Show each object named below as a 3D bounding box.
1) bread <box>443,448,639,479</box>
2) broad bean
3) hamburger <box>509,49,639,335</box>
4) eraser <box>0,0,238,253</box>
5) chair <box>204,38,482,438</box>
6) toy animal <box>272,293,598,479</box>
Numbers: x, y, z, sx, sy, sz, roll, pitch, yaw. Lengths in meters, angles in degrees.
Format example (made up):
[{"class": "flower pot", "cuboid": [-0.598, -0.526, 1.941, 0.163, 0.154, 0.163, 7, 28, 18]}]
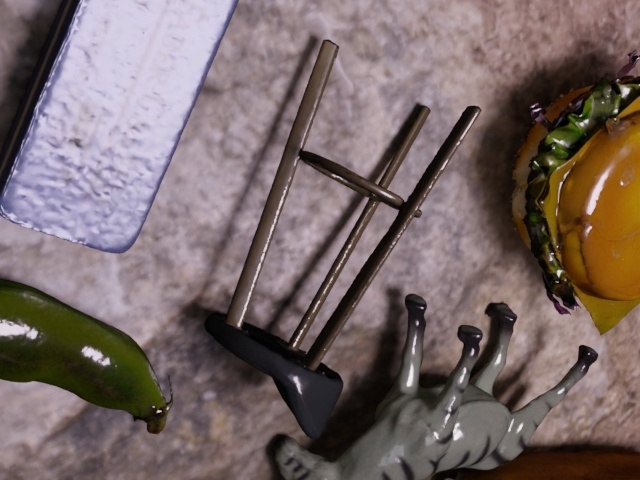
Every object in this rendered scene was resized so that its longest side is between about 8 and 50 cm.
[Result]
[{"class": "bread", "cuboid": [0.211, 0.227, 0.808, 0.241, 0.136, 0.107, 4, 104, -32]}, {"class": "broad bean", "cuboid": [-0.177, 0.051, 0.567, 0.255, 0.046, 0.065, 23, 109, -36]}, {"class": "hamburger", "cuboid": [0.201, -0.031, 0.729, 0.164, 0.093, 0.189, -30, 119, -15]}, {"class": "eraser", "cuboid": [-0.098, -0.107, 0.559, 0.082, 0.036, 0.225, 20, 98, -33]}, {"class": "chair", "cuboid": [0.001, 0.001, 0.631, 0.095, 0.104, 0.221, 23, 91, -9]}, {"class": "toy animal", "cuboid": [0.082, 0.131, 0.738, 0.217, 0.073, 0.176, 8, 110, -37]}]
